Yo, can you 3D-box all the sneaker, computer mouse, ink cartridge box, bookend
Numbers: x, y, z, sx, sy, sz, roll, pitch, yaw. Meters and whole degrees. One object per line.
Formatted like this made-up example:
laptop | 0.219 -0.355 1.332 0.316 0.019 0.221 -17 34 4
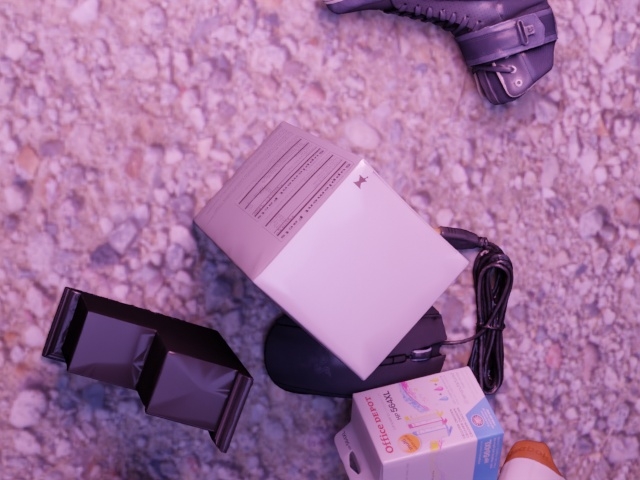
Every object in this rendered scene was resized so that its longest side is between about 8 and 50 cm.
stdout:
sneaker | 0.251 0.328 1.355 0.105 0.123 0.290 -2 130 22
computer mouse | 0.081 0.076 1.266 0.262 0.060 0.184 4 102 -18
sneaker | 0.120 -0.198 1.203 0.226 0.086 0.163 -16 104 -14
ink cartridge box | 0.093 0.199 1.250 0.143 0.092 0.090 -12 135 -14
bookend | -0.159 0.114 1.151 0.156 0.157 0.072 18 96 -20

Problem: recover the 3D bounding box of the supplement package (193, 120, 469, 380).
supplement package | 0.000 0.000 1.127 0.139 0.244 0.134 43 88 -20
